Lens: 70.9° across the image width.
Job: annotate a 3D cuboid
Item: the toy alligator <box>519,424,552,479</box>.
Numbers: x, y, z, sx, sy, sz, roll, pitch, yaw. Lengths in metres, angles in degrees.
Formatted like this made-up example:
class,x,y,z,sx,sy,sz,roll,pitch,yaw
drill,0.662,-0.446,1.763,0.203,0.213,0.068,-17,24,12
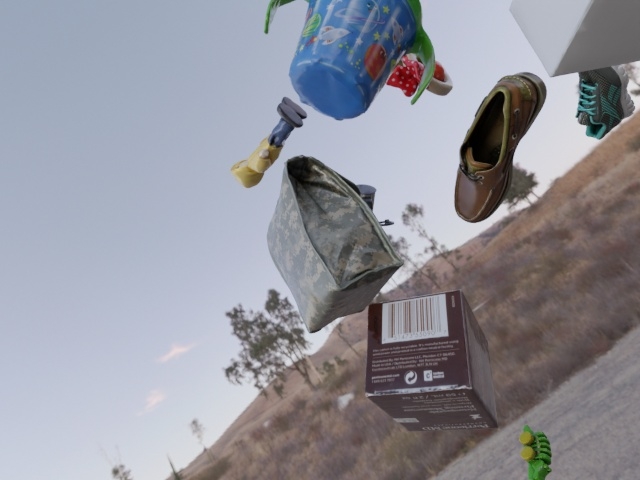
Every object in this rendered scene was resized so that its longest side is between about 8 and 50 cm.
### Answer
class,x,y,z,sx,sy,sz,roll,pitch,yaw
toy alligator,0.450,0.455,0.921,0.051,0.056,0.190,-39,12,32

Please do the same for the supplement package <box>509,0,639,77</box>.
class,x,y,z,sx,sy,sz,roll,pitch,yaw
supplement package,0.289,-0.236,0.404,0.179,0.105,0.105,-11,-26,-4

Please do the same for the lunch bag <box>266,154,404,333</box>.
class,x,y,z,sx,sy,sz,roll,pitch,yaw
lunch bag,0.000,0.000,0.887,0.168,0.287,0.235,-20,-23,-25

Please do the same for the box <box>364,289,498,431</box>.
class,x,y,z,sx,sy,sz,roll,pitch,yaw
box,0.193,0.214,0.773,0.168,0.167,0.203,-14,-42,25

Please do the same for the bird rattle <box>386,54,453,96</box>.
class,x,y,z,sx,sy,sz,roll,pitch,yaw
bird rattle,0.287,-0.477,1.246,0.206,0.254,0.143,19,-54,-20

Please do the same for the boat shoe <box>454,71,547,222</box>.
class,x,y,z,sx,sy,sz,roll,pitch,yaw
boat shoe,0.298,-0.153,0.830,0.104,0.110,0.307,-27,-41,-34

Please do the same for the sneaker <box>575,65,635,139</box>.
class,x,y,z,sx,sy,sz,roll,pitch,yaw
sneaker,0.420,-0.212,0.682,0.166,0.065,0.076,32,-79,-37

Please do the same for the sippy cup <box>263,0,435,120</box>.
class,x,y,z,sx,sy,sz,roll,pitch,yaw
sippy cup,0.053,-0.369,0.874,0.224,0.305,0.240,-66,-32,-17

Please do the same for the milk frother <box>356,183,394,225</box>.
class,x,y,z,sx,sy,sz,roll,pitch,yaw
milk frother,0.181,-0.112,1.545,0.143,0.129,0.135,-11,-57,-24

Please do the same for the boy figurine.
class,x,y,z,sx,sy,sz,roll,pitch,yaw
boy figurine,-0.148,-0.259,1.243,0.285,0.092,0.177,-41,20,36
